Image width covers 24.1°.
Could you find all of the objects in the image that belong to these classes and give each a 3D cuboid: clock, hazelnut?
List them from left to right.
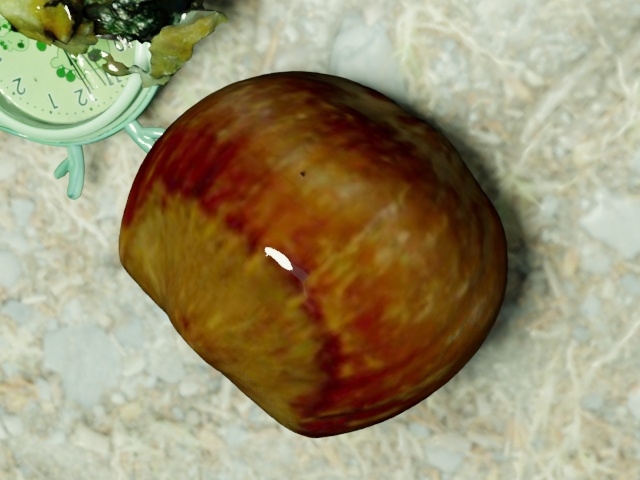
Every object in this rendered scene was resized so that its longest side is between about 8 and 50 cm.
[{"bbox_3d":[-0.171,-0.136,0.999,0.159,0.066,0.211,-17,100,18],"label":"clock"},{"bbox_3d":[0.000,0.000,0.921,0.234,0.218,0.218,46,110,-1],"label":"hazelnut"}]

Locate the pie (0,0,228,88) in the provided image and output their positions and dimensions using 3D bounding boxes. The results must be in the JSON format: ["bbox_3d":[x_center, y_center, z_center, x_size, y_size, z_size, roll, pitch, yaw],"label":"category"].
[{"bbox_3d":[-0.057,-0.230,0.821,0.371,0.078,0.296,-14,129,21],"label":"pie"}]
